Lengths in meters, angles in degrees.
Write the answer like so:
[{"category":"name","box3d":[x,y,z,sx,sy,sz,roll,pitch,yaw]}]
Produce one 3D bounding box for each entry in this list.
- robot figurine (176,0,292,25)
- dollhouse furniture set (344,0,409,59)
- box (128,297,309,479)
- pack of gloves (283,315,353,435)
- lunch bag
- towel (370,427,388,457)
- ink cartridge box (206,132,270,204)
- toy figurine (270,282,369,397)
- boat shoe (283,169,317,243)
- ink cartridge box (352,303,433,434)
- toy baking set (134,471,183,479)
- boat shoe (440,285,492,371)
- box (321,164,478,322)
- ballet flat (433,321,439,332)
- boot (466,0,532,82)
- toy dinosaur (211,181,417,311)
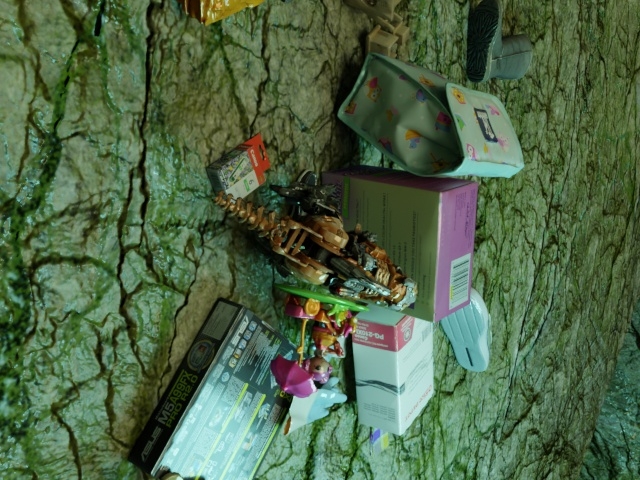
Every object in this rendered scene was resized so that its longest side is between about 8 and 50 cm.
[{"category":"robot figurine","box3d":[-0.070,-0.411,0.905,0.291,0.085,0.211,-43,158,-35]},{"category":"dollhouse furniture set","box3d":[0.121,-0.426,1.180,0.182,0.101,0.161,-52,159,-28]},{"category":"box","box3d":[-0.141,0.256,1.060,0.216,0.060,0.270,46,66,-46]},{"category":"pack of gloves","box3d":[0.021,0.233,1.196,0.232,0.046,0.195,15,92,-72]},{"category":"lunch bag","box3d":[0.200,-0.192,1.152,0.223,0.262,0.160,-3,126,-51]},{"category":"towel","box3d":[0.127,0.416,1.460,0.060,0.009,0.083,-20,115,-45]},{"category":"ink cartridge box","box3d":[-0.111,-0.106,1.015,0.115,0.029,0.063,-41,129,-35]},{"category":"toy figurine","box3d":[-0.012,0.162,1.052,0.173,0.130,0.159,19,82,-41]},{"category":"boat shoe","box3d":[-0.025,-0.054,1.125,0.046,0.038,0.125,25,81,-50]},{"category":"ink cartridge box","box3d":[0.146,0.228,1.339,0.172,0.100,0.237,-33,124,-52]},{"category":"toy baking set","box3d":[-0.258,0.423,0.965,0.256,0.030,0.197,-43,130,-11]},{"category":"boat shoe","box3d":[0.346,0.190,1.600,0.302,0.109,0.094,71,33,-45]},{"category":"box","box3d":[0.127,-0.004,1.158,0.117,0.243,0.214,-18,113,-46]},{"category":"ballet flat","box3d":[0.237,0.134,1.473,0.070,0.070,0.188,19,89,-50]},{"category":"boot","box3d":[0.403,-0.435,1.496,0.208,0.076,0.190,-19,129,-38]},{"category":"toy dinosaur","box3d":[0.000,0.000,0.994,0.164,0.218,0.322,-41,119,-3]}]
